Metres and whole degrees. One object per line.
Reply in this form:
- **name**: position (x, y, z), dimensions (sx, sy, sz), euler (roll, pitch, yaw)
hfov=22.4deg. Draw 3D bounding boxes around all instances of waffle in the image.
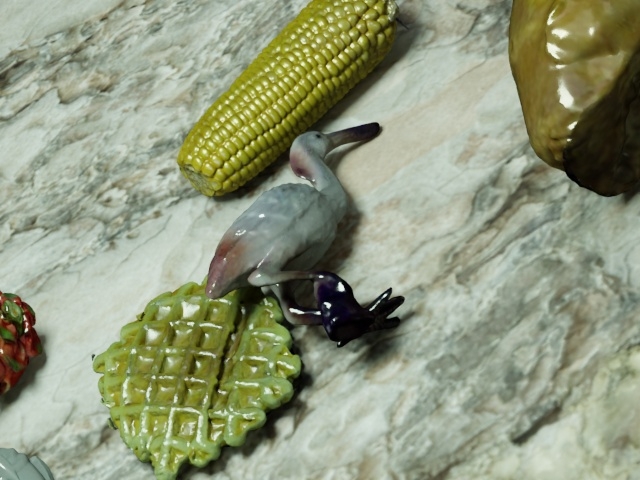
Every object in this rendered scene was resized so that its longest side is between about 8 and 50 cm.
- **waffle**: position (-0.122, 0.127, 1.607), dimensions (0.207, 0.054, 0.214), euler (-33, 49, -11)

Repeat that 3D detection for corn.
- **corn**: position (-0.034, -0.169, 1.789), dimensions (0.305, 0.106, 0.106), euler (-46, 49, -11)

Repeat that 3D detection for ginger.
- **ginger**: position (0.280, -0.203, 1.608), dimensions (0.269, 0.200, 0.223), euler (-37, 49, -9)

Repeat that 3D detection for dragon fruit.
- **dragon fruit**: position (-0.361, 0.109, 1.680), dimensions (0.142, 0.121, 0.130), euler (-9, 30, -25)

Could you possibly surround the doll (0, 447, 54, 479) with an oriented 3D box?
- **doll**: position (-0.285, 0.253, 1.566), dimensions (0.180, 0.079, 0.094), euler (28, 52, 24)

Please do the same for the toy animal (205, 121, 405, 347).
- **toy animal**: position (-0.022, -0.011, 1.648), dimensions (0.195, 0.090, 0.324), euler (5, 43, -10)
